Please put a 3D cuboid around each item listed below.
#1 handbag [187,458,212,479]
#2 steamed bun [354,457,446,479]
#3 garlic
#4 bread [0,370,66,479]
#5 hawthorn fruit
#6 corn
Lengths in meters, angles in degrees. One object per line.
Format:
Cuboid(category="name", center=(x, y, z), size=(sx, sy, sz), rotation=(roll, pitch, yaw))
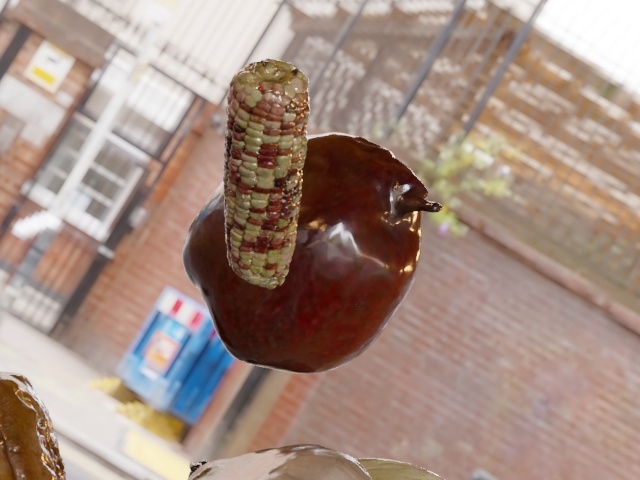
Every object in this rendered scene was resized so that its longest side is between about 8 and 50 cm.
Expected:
Cuboid(category="handbag", center=(-0.096, 0.447, 2.288), size=(0.223, 0.246, 0.080), rotation=(4, -2, -4))
Cuboid(category="steamed bun", center=(0.034, 0.310, 1.698), size=(0.239, 0.170, 0.152), rotation=(-6, 56, -24))
Cuboid(category="garlic", center=(-0.039, 0.282, 1.257), size=(0.218, 0.219, 0.212), rotation=(-174, -117, -80))
Cuboid(category="bread", center=(-0.482, 0.320, 2.256), size=(0.179, 0.194, 0.340), rotation=(68, 1, -50))
Cuboid(category="hawthorn fruit", center=(-0.018, 0.006, 2.000), size=(0.308, 0.324, 0.308), rotation=(17, 33, -11))
Cuboid(category="corn", center=(-0.059, -0.062, 1.573), size=(0.086, 0.253, 0.086), rotation=(4, 31, -2))
